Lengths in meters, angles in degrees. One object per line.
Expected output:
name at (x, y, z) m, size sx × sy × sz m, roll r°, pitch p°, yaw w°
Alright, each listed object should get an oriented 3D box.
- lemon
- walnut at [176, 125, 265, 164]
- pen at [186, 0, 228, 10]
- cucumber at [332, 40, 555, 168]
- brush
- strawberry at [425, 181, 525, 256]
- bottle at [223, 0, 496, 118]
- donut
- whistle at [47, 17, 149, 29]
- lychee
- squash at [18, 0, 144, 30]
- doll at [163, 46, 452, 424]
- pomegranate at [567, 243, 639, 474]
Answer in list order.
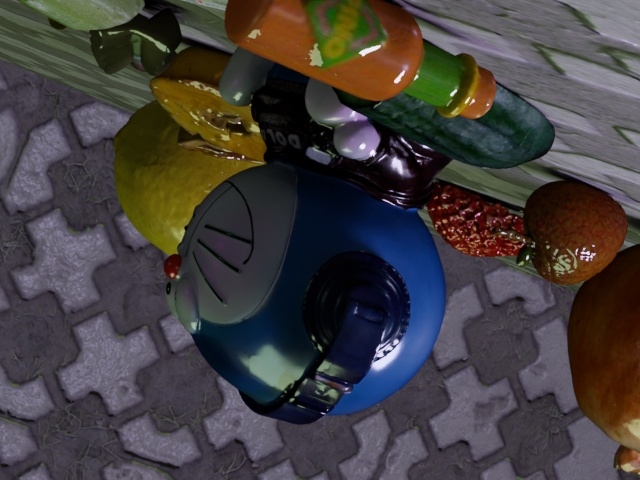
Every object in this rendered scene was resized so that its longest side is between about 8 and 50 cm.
lemon at (-0.133, -0.075, 2.382) m, size 0.263 × 0.235 × 0.236 m, roll 4°, pitch -178°, yaw -11°
walnut at (-0.054, -0.125, 2.109) m, size 0.211 × 0.087 × 0.167 m, roll 12°, pitch 176°, yaw 21°
pen at (-0.066, -0.181, 1.371) m, size 0.204 × 0.025 × 0.025 m, roll 19°, pitch 178°, yaw 42°
cucumber at (0.101, -0.098, 1.431) m, size 0.115 × 0.063 × 0.244 m, roll 21°, pitch 180°, yaw 42°
brush at (-0.177, -0.185, 1.807) m, size 0.084 × 0.071 × 0.301 m, roll 18°, pitch 176°, yaw -4°
strawberry at (0.217, -0.018, 2.482) m, size 0.188 × 0.082 × 0.121 m, roll 24°, pitch 178°, yaw 42°
bottle at (0.032, -0.126, 1.205) m, size 0.187 × 0.069 × 0.069 m, roll 20°, pitch 179°, yaw -27°
donut at (-0.089, -0.147, 1.957) m, size 0.178 × 0.065 × 0.162 m, roll 26°, pitch 163°, yaw 3°
whistle at (-0.214, -0.226, 1.860) m, size 0.109 × 0.057 × 0.046 m, roll 10°, pitch -128°, yaw -46°
lychee at (0.237, -0.013, 1.846) m, size 0.140 × 0.101 × 0.114 m, roll 8°, pitch 147°, yaw -1°
squash at (-0.214, -0.212, 1.428) m, size 0.069 × 0.069 × 0.239 m, roll 20°, pitch 178°, yaw 31°
doll at (0.000, 0.000, 1.562) m, size 0.240 × 0.309 × 0.284 m, roll 20°, pitch 179°, yaw -21°
pomegranate at (0.384, 0.137, 2.034) m, size 0.229 × 0.270 × 0.252 m, roll 12°, pitch -170°, yaw -30°
